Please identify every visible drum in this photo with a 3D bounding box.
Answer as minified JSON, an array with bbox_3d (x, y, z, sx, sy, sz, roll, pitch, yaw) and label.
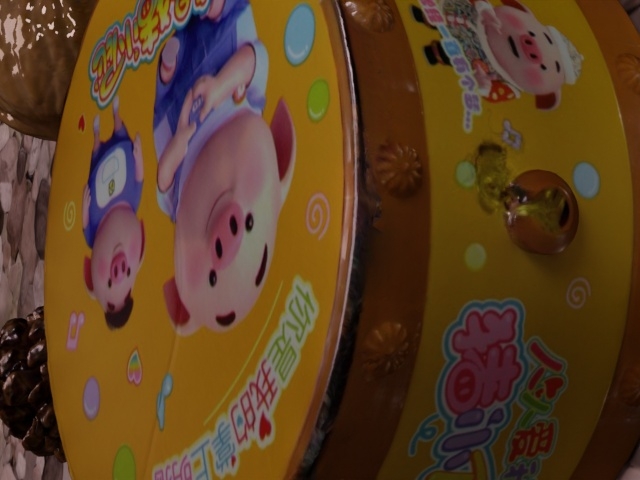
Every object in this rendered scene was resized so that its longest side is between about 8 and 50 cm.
[{"bbox_3d":[0.000,0.000,0.957,0.431,0.214,0.431,-11,77,59],"label":"drum"}]

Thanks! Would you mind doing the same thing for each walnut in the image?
[{"bbox_3d":[-0.264,-0.202,1.625,0.213,0.213,0.213,-22,66,62],"label":"walnut"}]

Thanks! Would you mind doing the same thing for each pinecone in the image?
[{"bbox_3d":[-0.253,0.133,1.556,0.173,0.173,0.173,-22,66,62],"label":"pinecone"}]
